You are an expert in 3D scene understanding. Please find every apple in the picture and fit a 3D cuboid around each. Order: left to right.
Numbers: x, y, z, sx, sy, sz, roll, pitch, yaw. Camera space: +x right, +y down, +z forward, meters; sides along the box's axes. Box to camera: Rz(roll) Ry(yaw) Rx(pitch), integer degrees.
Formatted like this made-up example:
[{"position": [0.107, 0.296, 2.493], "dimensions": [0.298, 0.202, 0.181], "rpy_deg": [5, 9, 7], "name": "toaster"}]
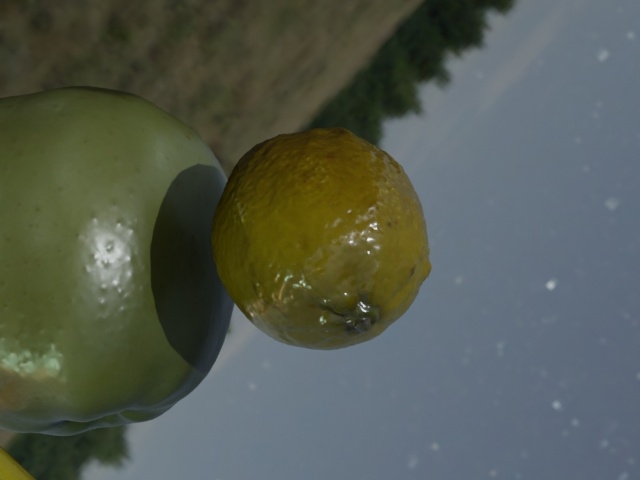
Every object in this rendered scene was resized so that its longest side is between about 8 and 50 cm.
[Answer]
[{"position": [-0.248, 0.026, 1.627], "dimensions": [0.357, 0.357, 0.357], "rpy_deg": [-47, -176, 4], "name": "apple"}]

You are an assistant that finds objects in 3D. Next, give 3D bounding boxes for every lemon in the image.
[{"position": [0.000, 0.000, 1.443], "dimensions": [0.192, 0.192, 0.231], "rpy_deg": [-46, -140, 23], "name": "lemon"}]

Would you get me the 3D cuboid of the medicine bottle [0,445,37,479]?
[{"position": [-0.169, 0.243, 1.072], "dimensions": [0.111, 0.309, 0.076], "rpy_deg": [-24, -150, 32], "name": "medicine bottle"}]
